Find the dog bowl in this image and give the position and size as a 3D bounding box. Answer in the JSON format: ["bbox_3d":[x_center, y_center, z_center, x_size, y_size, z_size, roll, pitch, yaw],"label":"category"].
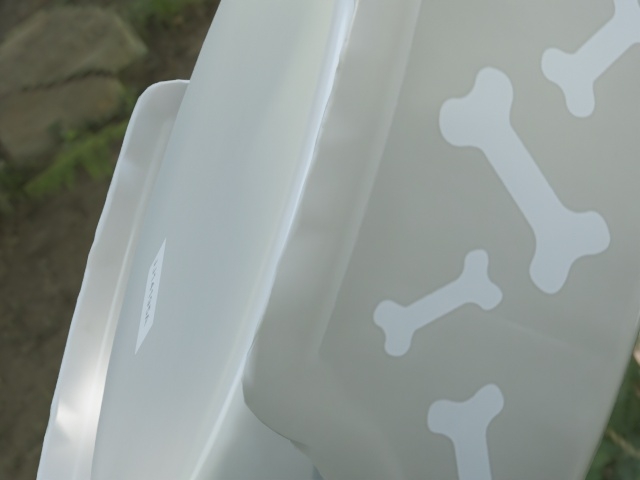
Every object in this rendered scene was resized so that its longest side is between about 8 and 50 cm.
[{"bbox_3d":[0.000,0.000,0.585,0.349,0.102,0.348,-162,90,-77],"label":"dog bowl"}]
